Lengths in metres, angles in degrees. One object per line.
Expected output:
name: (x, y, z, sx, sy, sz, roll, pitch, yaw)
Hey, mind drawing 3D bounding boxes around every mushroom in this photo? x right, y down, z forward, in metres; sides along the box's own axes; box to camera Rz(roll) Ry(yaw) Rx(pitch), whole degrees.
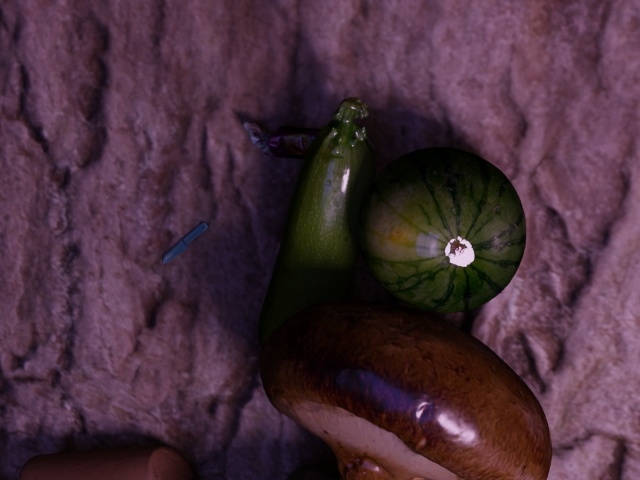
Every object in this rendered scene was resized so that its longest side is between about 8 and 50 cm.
mushroom: (0.091, 0.186, 1.545, 0.345, 0.239, 0.345, 3, 145, 2)

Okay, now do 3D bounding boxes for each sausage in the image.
sausage: (-0.288, 0.347, 1.860, 0.253, 0.123, 0.123, -9, 101, 25)

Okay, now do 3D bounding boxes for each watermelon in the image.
watermelon: (0.135, -0.015, 1.524, 0.188, 0.214, 0.188, -1, 105, -5)

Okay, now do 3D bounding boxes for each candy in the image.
candy: (-0.018, -0.119, 1.636, 0.175, 0.043, 0.045, 5, 117, 24)

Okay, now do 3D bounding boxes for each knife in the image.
knife: (-0.178, 0.005, 1.770, 0.091, 0.005, 0.014, -37, 86, 30)

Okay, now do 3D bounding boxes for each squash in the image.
squash: (0.000, 0.000, 1.618, 0.101, 0.101, 0.378, 25, 121, 17)

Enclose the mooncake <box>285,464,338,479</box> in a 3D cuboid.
mooncake: (-0.046, 0.416, 1.686, 0.135, 0.275, 0.275, 37, 117, 4)
